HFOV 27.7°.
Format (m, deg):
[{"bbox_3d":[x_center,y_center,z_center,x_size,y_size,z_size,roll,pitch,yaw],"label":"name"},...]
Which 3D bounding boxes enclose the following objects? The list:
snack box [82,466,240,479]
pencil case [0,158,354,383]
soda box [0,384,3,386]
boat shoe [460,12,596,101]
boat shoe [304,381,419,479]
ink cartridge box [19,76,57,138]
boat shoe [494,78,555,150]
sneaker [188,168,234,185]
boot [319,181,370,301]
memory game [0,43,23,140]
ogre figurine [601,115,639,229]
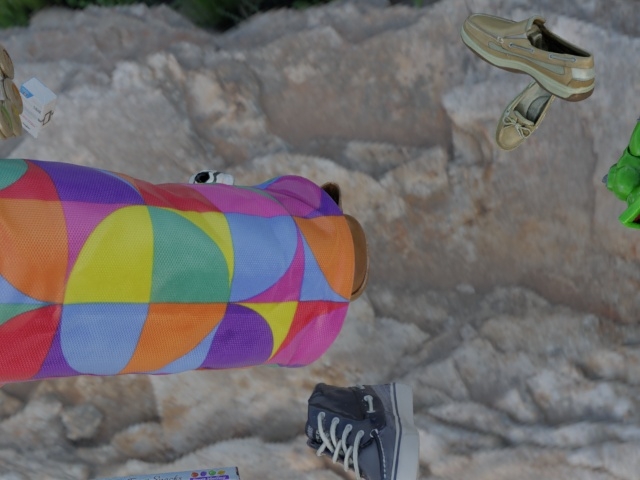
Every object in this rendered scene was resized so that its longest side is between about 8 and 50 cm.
[{"bbox_3d":[-0.130,0.224,0.975,0.141,0.100,0.037,-3,30,-11],"label":"snack box"},{"bbox_3d":[-0.096,0.010,0.573,0.104,0.236,0.104,-7,80,48],"label":"pencil case"},{"bbox_3d":[-0.408,0.128,1.508,0.286,0.091,0.098,-35,77,16],"label":"soda box"},{"bbox_3d":[0.249,-0.237,1.540,0.190,0.072,0.068,31,51,29],"label":"boat shoe"},{"bbox_3d":[0.055,0.297,1.837,0.158,0.340,0.127,3,103,0],"label":"boat shoe"},{"bbox_3d":[-0.415,-0.193,1.893,0.048,0.083,0.028,42,53,8],"label":"ink cartridge box"},{"bbox_3d":[0.313,-0.198,1.941,0.056,0.048,0.153,39,107,-2],"label":"boat shoe"},{"bbox_3d":[-0.166,-0.088,1.869,0.109,0.044,0.040,3,75,58],"label":"sneaker"},{"bbox_3d":[0.000,0.000,1.769,0.109,0.220,0.283,17,45,17],"label":"boot"},{"bbox_3d":[-0.304,-0.176,1.152,0.012,0.186,0.186,-20,64,3],"label":"memory game"},{"bbox_3d":[0.346,-0.052,1.247,0.118,0.097,0.197,-47,72,23],"label":"ogre figurine"}]
